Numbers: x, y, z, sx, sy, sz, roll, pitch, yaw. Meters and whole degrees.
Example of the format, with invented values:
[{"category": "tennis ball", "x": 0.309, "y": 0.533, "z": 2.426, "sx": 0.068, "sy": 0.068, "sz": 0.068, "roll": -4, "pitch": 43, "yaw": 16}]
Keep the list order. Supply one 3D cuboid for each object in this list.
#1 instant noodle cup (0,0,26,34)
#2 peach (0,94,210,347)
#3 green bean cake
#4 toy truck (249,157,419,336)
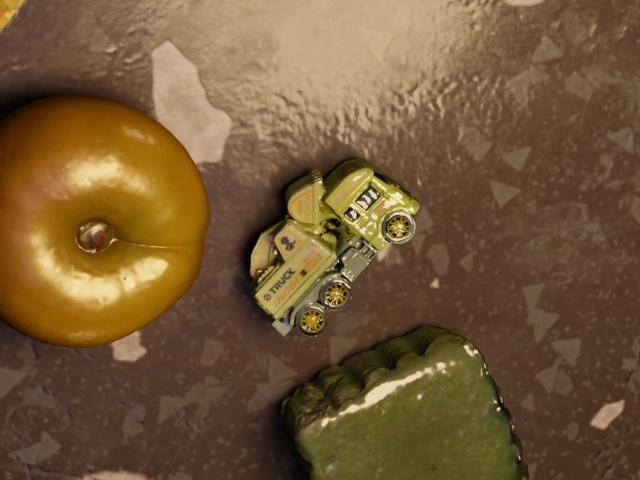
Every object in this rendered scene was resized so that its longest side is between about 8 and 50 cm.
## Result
[{"category": "instant noodle cup", "x": -0.377, "y": -0.309, "z": 1.612, "sx": 0.266, "sy": 0.340, "sz": 0.340, "roll": 31, "pitch": 99, "yaw": -28}, {"category": "peach", "x": -0.225, "y": -0.017, "z": 1.808, "sx": 0.251, "sy": 0.153, "sz": 0.251, "roll": -11, "pitch": 116, "yaw": -23}, {"category": "green bean cake", "x": 0.093, "y": 0.219, "z": 1.948, "sx": 0.227, "sy": 0.125, "sz": 0.222, "roll": -22, "pitch": 107, "yaw": -6}, {"category": "toy truck", "x": 0.000, "y": 0.000, "z": 1.886, "sx": 0.116, "sy": 0.085, "sz": 0.191, "roll": 41, "pitch": 98, "yaw": -14}]
